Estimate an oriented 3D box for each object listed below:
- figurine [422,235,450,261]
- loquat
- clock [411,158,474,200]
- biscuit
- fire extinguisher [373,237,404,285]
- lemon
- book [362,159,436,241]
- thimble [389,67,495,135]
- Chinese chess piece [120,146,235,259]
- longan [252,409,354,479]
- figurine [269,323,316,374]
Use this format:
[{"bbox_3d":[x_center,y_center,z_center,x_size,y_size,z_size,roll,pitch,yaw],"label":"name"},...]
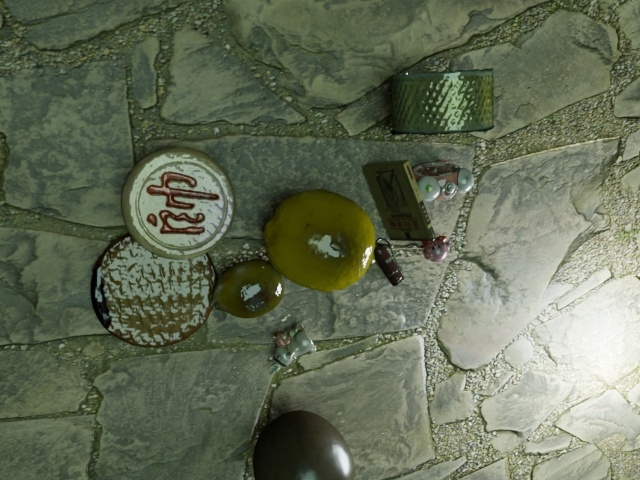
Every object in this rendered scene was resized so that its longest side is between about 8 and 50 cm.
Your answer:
[{"bbox_3d":[0.333,0.026,1.772,0.083,0.071,0.067,-10,148,-7],"label":"figurine"},{"bbox_3d":[-0.186,0.126,1.589,0.195,0.152,0.152,-23,110,-22],"label":"loquat"},{"bbox_3d":[0.315,-0.153,1.671,0.165,0.162,0.093,-12,110,-14],"label":"clock"},{"bbox_3d":[-0.418,0.120,1.568,0.317,0.040,0.318,-4,105,-16],"label":"biscuit"},{"bbox_3d":[0.185,0.052,1.747,0.078,0.045,0.157,-49,115,-32],"label":"fire extinguisher"},{"bbox_3d":[-0.002,-0.001,1.561,0.283,0.260,0.261,-1,105,0],"label":"lemon"},{"bbox_3d":[0.209,-0.103,1.655,0.026,0.161,0.231,-36,113,-31],"label":"book"},{"bbox_3d":[0.305,-0.352,1.565,0.270,0.271,0.150,-8,105,-16],"label":"thimble"},{"bbox_3d":[-0.338,-0.088,1.481,0.269,0.112,0.270,-1,93,-20],"label":"Chinese chess piece"},{"bbox_3d":[-0.049,0.610,1.678,0.297,0.297,0.298,-4,105,-17],"label":"longan"},{"bbox_3d":[-0.096,0.297,1.711,0.146,0.081,0.098,-29,67,-4],"label":"figurine"}]
